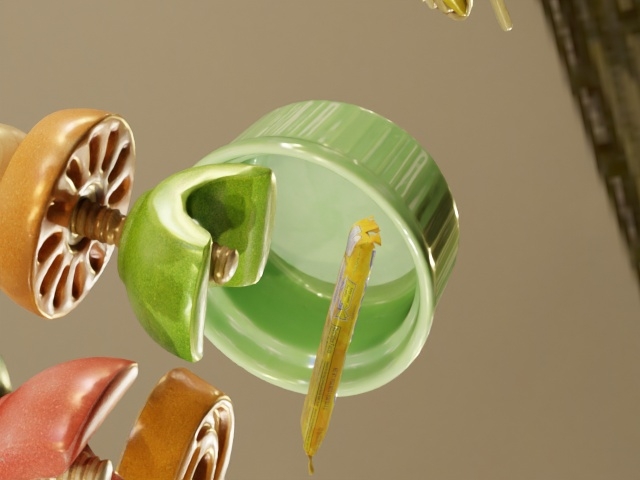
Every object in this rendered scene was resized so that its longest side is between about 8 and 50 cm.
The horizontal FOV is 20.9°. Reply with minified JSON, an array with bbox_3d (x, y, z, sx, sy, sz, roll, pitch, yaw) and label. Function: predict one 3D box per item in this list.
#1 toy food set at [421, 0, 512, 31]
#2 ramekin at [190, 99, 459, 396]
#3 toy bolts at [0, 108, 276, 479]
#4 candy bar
[{"bbox_3d":[0.073,-0.226,1.359,0.132,0.038,0.192,63,169,-30],"label":"toy food set"},{"bbox_3d":[0.000,0.000,1.838,0.148,0.303,0.303,-52,-53,-50],"label":"ramekin"},{"bbox_3d":[-0.141,0.066,0.794,0.228,0.158,0.218,-52,-26,-57],"label":"toy bolts"},{"bbox_3d":[0.009,0.062,1.043,0.040,0.018,0.162,-98,22,-70],"label":"candy bar"}]
